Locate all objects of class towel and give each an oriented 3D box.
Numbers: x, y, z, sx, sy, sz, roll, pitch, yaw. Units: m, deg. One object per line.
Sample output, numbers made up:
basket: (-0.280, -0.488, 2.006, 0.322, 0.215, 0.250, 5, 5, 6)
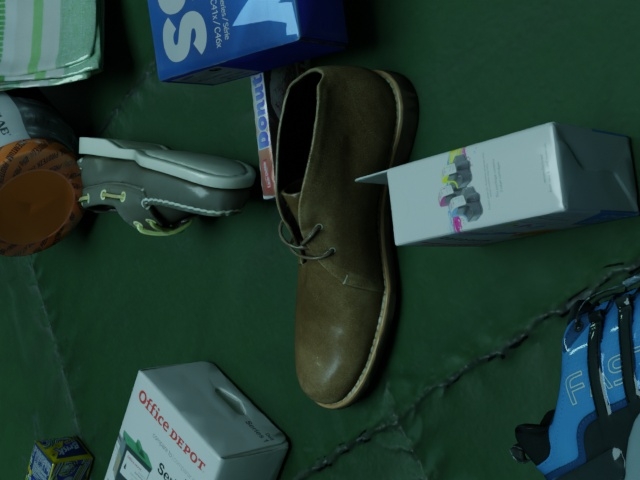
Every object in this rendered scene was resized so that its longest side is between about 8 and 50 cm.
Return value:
towel: (-0.424, -0.282, 1.106, 0.324, 0.038, 0.248, -7, 67, 1)

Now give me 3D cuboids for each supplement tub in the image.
supplement tub: (-0.431, -0.129, 1.176, 0.316, 0.193, 0.194, 43, 118, 37)

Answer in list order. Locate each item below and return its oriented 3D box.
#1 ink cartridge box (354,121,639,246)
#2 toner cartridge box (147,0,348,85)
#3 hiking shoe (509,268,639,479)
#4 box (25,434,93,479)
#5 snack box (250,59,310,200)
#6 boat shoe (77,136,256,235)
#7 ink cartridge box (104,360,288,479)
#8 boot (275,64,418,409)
ink cartridge box: (0.124, -0.032, 0.676, 0.181, 0.104, 0.062, -13, 80, 45)
toner cartridge box: (-0.084, -0.323, 0.796, 0.165, 0.075, 0.348, -8, 91, 35)
hiking shoe: (0.216, 0.055, 0.575, 0.132, 0.113, 0.304, 38, 115, 38)
box: (-0.347, 0.337, 1.177, 0.054, 0.059, 0.169, 35, 114, 41)
snack box: (-0.034, -0.126, 0.865, 0.022, 0.064, 0.178, -14, 80, 44)
boat shoe: (-0.170, -0.053, 0.975, 0.305, 0.109, 0.091, 16, 101, 50)
ink cartridge box: (-0.142, 0.258, 0.948, 0.160, 0.092, 0.219, 35, 114, 39)
boot: (0.000, 0.000, 0.796, 0.112, 0.115, 0.305, 12, 99, 43)
